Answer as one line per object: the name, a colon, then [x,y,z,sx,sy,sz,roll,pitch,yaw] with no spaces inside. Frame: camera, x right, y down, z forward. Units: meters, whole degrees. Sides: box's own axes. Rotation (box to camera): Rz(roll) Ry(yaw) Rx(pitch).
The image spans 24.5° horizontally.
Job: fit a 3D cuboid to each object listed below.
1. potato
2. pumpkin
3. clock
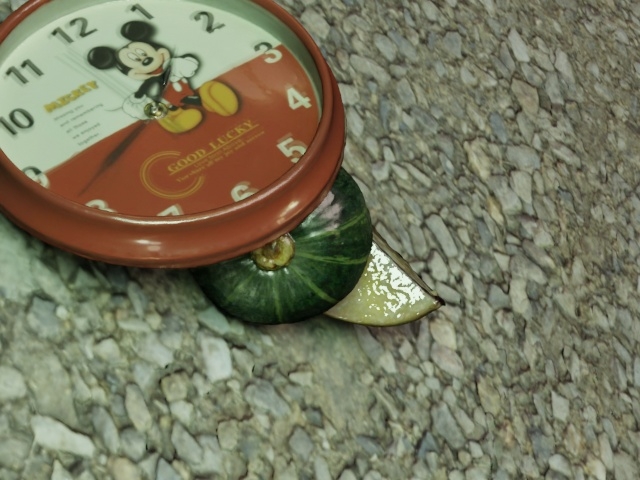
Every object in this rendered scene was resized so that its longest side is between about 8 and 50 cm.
potato: [-0.003,0.000,1.411,0.261,0.100,0.120,47,1,8]
pumpkin: [-0.037,-0.008,1.297,0.167,0.167,0.125,56,22,-4]
clock: [-0.136,-0.103,1.222,0.318,0.080,0.318,3,52,-3]
